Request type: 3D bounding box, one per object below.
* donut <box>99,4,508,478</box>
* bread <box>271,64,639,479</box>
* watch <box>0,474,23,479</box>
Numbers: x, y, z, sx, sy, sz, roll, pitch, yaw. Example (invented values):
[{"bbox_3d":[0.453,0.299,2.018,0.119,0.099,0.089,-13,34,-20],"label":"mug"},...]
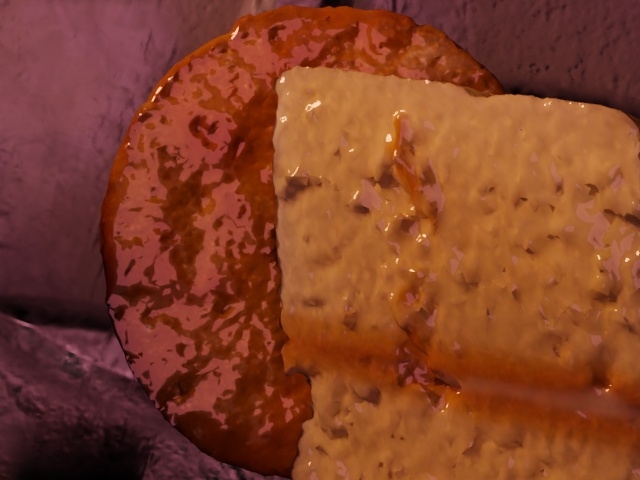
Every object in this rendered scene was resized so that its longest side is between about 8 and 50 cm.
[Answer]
[{"bbox_3d":[0.000,0.000,0.813,0.302,0.110,0.303,-1,97,-8],"label":"donut"},{"bbox_3d":[0.165,0.079,0.804,0.242,0.405,0.346,8,97,30],"label":"bread"},{"bbox_3d":[-0.159,0.277,0.798,0.210,0.218,0.248,5,137,-6],"label":"watch"}]
